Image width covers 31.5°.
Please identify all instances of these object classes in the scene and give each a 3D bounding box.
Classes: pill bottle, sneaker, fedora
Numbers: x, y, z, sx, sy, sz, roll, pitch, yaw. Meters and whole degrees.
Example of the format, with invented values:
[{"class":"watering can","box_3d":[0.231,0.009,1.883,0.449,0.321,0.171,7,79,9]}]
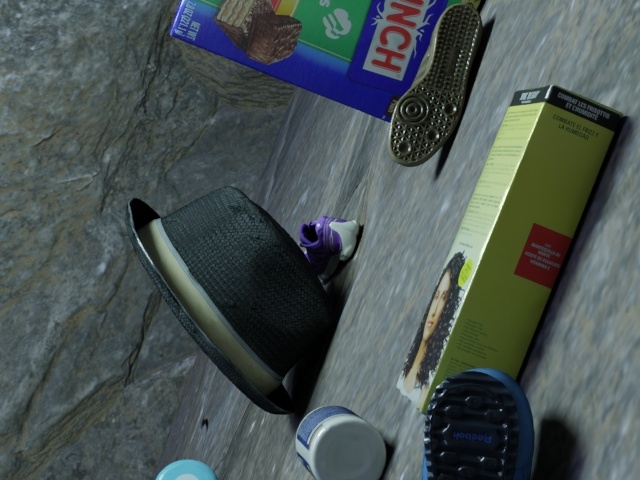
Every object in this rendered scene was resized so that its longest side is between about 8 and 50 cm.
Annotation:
[{"class":"pill bottle","box_3d":[0.014,0.182,1.007,0.120,0.067,0.067,176,115,-80]},{"class":"sneaker","box_3d":[0.000,0.000,1.507,0.170,0.071,0.068,130,159,-66]},{"class":"fedora","box_3d":[-0.095,0.049,1.417,0.152,0.334,0.334,-38,12,2]},{"class":"sneaker","box_3d":[0.085,0.178,0.655,0.082,0.069,0.209,30,-109,-66]},{"class":"sneaker","box_3d":[0.127,-0.156,1.206,0.071,0.066,0.188,74,-140,-77]}]

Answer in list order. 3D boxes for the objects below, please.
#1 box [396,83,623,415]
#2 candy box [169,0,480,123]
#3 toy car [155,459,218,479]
[{"class":"box","box_3d":[0.126,0.012,0.776,0.087,0.058,0.232,-158,90,-81]},{"class":"candy box","box_3d":[0.021,-0.305,1.307,0.122,0.317,0.268,-98,29,-69]},{"class":"toy car","box_3d":[-0.231,0.368,1.262,0.219,0.238,0.210,92,-178,-49]}]
